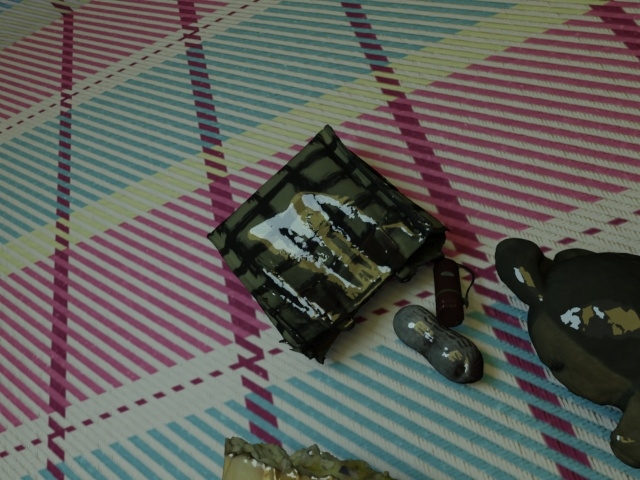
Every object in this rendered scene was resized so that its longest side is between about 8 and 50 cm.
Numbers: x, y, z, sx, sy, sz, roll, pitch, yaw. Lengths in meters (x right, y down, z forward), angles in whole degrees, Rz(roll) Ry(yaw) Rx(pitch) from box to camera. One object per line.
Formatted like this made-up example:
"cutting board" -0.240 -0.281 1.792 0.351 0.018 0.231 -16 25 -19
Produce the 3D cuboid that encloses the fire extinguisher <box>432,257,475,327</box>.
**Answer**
"fire extinguisher" 0.217 0.074 0.801 0.078 0.045 0.157 6 35 6

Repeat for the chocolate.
"chocolate" 0.186 0.164 0.771 0.167 0.072 0.072 35 81 34

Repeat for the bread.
"bread" 0.005 0.414 0.646 0.315 0.211 0.270 0 75 26

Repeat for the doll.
"doll" 0.435 0.078 0.586 0.379 0.252 0.382 -56 51 24

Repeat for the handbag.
"handbag" 0.000 0.000 0.866 0.325 0.162 0.327 -43 55 0
